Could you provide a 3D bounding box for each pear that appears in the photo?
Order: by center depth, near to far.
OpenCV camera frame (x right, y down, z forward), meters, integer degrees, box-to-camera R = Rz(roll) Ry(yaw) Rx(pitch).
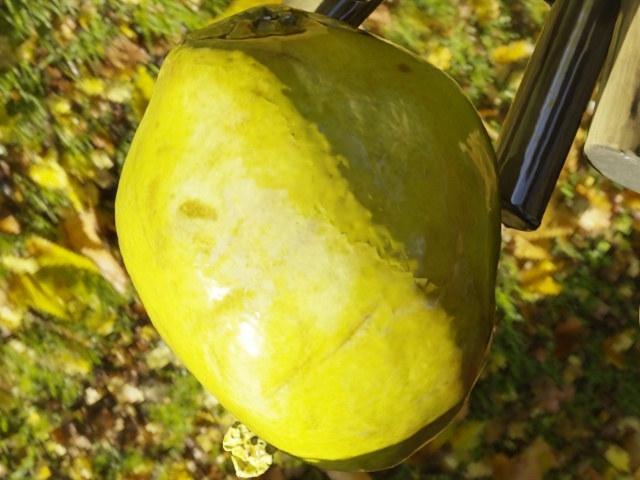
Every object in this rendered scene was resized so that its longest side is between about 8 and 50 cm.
[{"bbox_3d":[0.000,0.000,0.878,0.269,0.269,0.321,-30,121,-13],"label":"pear"}]

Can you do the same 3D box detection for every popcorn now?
[{"bbox_3d":[-0.078,0.246,1.601,0.068,0.059,0.083,18,82,-30],"label":"popcorn"}]

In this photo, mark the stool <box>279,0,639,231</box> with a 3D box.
[{"bbox_3d":[0.132,-0.179,0.914,0.310,0.310,0.226,32,78,-7],"label":"stool"}]
